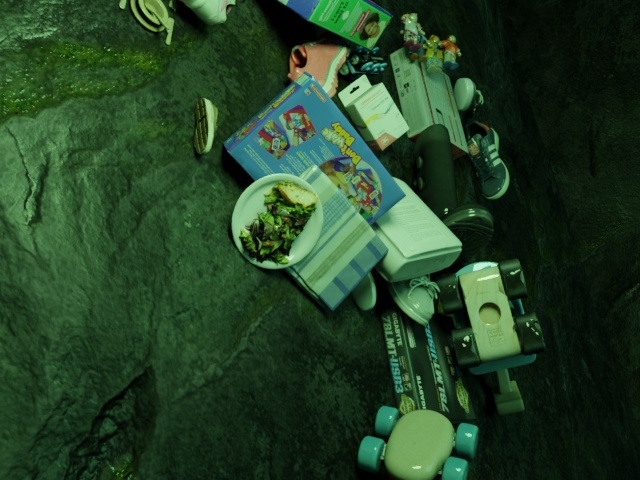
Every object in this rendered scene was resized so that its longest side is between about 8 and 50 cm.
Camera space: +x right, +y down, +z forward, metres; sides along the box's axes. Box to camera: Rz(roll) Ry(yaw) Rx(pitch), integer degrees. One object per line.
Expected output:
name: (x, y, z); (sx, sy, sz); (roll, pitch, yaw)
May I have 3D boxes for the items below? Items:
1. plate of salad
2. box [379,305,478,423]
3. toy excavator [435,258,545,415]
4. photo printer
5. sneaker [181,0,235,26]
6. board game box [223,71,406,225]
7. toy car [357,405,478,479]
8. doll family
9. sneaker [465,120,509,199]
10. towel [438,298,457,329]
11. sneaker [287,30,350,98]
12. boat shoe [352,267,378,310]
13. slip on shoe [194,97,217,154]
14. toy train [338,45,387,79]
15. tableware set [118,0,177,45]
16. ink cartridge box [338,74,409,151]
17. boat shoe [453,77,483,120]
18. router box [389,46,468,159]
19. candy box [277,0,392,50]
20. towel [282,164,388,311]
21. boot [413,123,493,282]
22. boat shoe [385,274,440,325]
plate of salad: (-0.081, -0.035, 1.350); (0.199, 0.048, 0.200); (-7, 107, -24)
box: (0.281, 0.331, 1.724); (0.293, 0.073, 0.296); (19, 55, -50)
toy excavator: (0.490, 0.281, 1.860); (0.445, 0.222, 0.433); (28, 48, -74)
photo printer: (0.173, -0.047, 1.664); (0.256, 0.107, 0.307); (-10, 51, -45)
sneaker: (-0.245, -0.565, 1.501); (0.111, 0.103, 0.252); (55, 31, -39)
board game box: (-0.008, -0.154, 1.454); (0.347, 0.233, 0.078); (48, 3, -27)
toy car: (0.213, 0.514, 1.447); (0.210, 0.219, 0.238); (-46, 138, -56)
doll family: (0.350, -0.665, 2.263); (0.263, 0.118, 0.163); (20, 58, -26)
sneaker: (0.618, -0.314, 2.562); (0.148, 0.131, 0.350); (28, 43, -35)
towel: (0.425, 0.241, 2.032); (0.237, 0.021, 0.102); (45, 44, -32)
sneaker: (-0.012, -0.483, 1.761); (0.136, 0.116, 0.314); (40, 40, -29)
boat shoe: (0.117, 0.083, 1.640); (0.083, 0.065, 0.183); (11, 60, -48)
slip on shoe: (-0.228, -0.228, 1.356); (0.041, 0.051, 0.135); (25, 43, -43)
toy train: (0.123, -0.520, 1.981); (0.184, 0.105, 0.080); (-22, 84, -58)
tableware set: (-0.339, -0.514, 1.378); (0.128, 0.039, 0.194); (34, 45, -40)
ink cartridge box: (0.152, -0.369, 1.919); (0.115, 0.067, 0.198); (-40, 108, -17)
boat shoe: (0.551, -0.517, 2.464); (0.301, 0.102, 0.108); (73, 7, -76)
router box: (0.385, -0.476, 2.351); (0.301, 0.082, 0.336); (18, 57, -50)
candy box: (-0.005, -0.641, 1.752); (0.268, 0.122, 0.317); (42, 24, 26)
towel: (0.000, 0.000, 1.443); (0.285, 0.209, 0.034); (47, -7, -27)
boot: (0.366, -0.151, 1.919); (0.146, 0.367, 0.445); (10, 59, -9)
boat shoe: (0.239, 0.082, 1.719); (0.118, 0.103, 0.320); (33, 30, -23)
